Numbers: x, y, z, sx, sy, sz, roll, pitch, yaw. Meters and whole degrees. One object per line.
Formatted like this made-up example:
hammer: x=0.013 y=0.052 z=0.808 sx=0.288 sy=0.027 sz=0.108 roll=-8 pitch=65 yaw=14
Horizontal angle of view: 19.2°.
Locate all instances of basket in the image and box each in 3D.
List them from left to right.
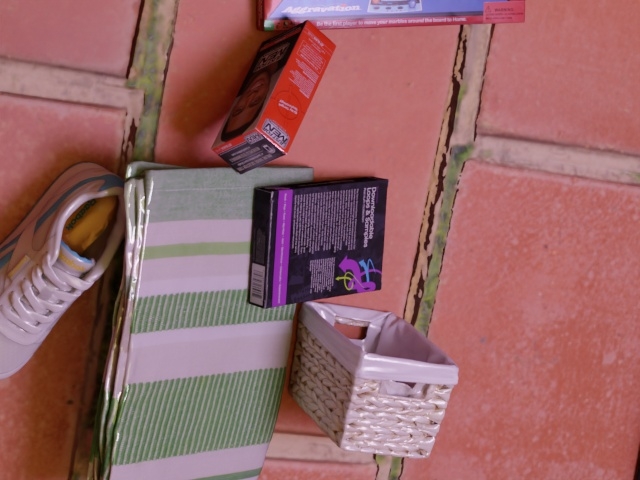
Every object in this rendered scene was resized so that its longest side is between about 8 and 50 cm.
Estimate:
basket: x=0.046 y=0.137 z=1.856 sx=0.113 sy=0.167 sz=0.103 roll=9 pitch=103 yaw=-24

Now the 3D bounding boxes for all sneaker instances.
sneaker: x=-0.256 y=0.031 z=1.746 sx=0.087 sy=0.092 sz=0.228 roll=33 pitch=87 yaw=-25

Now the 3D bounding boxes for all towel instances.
towel: x=-0.114 y=0.087 z=1.802 sx=0.248 sy=0.038 sz=0.324 roll=-1 pitch=102 yaw=-50

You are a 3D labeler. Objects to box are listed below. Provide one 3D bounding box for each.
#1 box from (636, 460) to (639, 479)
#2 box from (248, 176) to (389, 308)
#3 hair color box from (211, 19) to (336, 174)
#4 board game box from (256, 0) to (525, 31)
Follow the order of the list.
box: x=0.461 y=0.192 z=2.048 sx=0.165 sy=0.143 sz=0.270 roll=5 pitch=100 yaw=-24
box: x=0.000 y=0.000 z=1.851 sx=0.162 sy=0.029 sz=0.116 roll=-6 pitch=105 yaw=-43
hair color box: x=-0.043 y=-0.135 z=1.776 sx=0.043 sy=0.072 sz=0.141 roll=40 pitch=53 yaw=-25
board game box: x=0.072 y=-0.282 z=1.850 sx=0.281 sy=0.027 sz=0.145 roll=-5 pitch=102 yaw=-21
